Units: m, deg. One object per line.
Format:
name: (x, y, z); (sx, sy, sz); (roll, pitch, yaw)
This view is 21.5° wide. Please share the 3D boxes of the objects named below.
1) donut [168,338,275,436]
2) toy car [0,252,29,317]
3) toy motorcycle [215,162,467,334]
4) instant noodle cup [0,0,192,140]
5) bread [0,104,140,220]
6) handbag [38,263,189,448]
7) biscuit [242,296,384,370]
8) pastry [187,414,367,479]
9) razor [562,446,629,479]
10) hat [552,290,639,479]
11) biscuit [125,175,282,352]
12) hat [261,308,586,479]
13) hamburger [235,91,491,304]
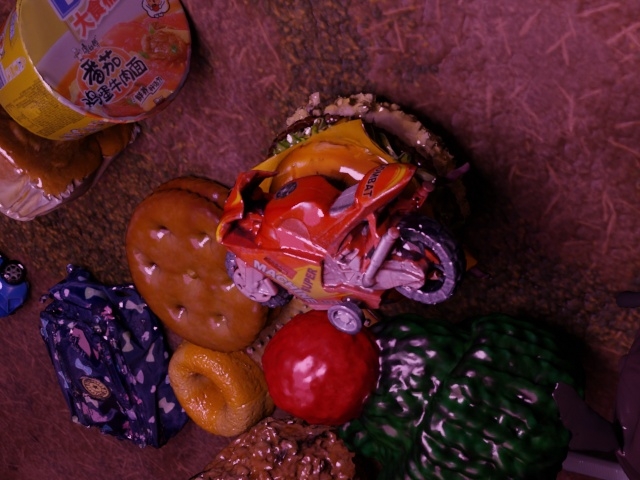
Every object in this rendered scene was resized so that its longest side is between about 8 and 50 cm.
donut: (-0.131, 0.187, 2.153); (0.152, 0.058, 0.152); (21, 133, 24)
toy car: (-0.485, 0.020, 2.278); (0.216, 0.063, 0.103); (47, 140, -6)
toy motorcycle: (0.002, 0.001, 1.648); (0.298, 0.089, 0.171); (-5, 119, 40)
instant noodle cup: (-0.261, -0.201, 1.821); (0.205, 0.205, 0.153); (51, 145, -10)
bread: (-0.335, -0.138, 1.926); (0.210, 0.192, 0.110); (46, 137, -3)
handbag: (-0.278, 0.162, 2.203); (0.162, 0.113, 0.260); (13, 132, 38)
biscuit: (-0.022, 0.102, 2.023); (0.139, 0.016, 0.231); (45, 140, -4)
pastry: (-0.063, 0.313, 2.089); (0.193, 0.274, 0.275); (67, 148, 28)
razor: (0.378, 0.263, 1.809); (0.278, 0.111, 0.056); (18, 129, 38)
hat: (0.353, 0.166, 1.633); (0.209, 0.238, 0.336); (13, 147, 33)
biscuit: (-0.138, 0.029, 2.000); (0.220, 0.066, 0.220); (23, 132, 28)
hat: (0.096, 0.166, 1.793); (0.332, 0.242, 0.274); (24, 123, -6)
hamburger: (0.056, -0.039, 1.747); (0.243, 0.139, 0.262); (-17, 113, 45)
